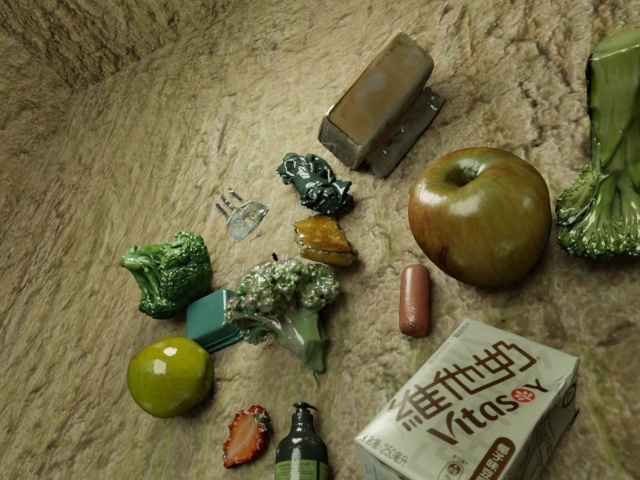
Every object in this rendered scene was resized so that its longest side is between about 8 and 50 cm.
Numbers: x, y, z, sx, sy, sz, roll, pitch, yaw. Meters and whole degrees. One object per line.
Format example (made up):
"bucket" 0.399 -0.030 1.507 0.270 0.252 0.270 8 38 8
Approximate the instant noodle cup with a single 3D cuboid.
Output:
"instant noodle cup" -0.278 0.204 1.280 0.179 0.070 0.157 -25 49 17

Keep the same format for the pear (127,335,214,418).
"pear" -0.353 0.323 1.170 0.198 0.198 0.198 -19 49 24

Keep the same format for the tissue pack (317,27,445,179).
"tissue pack" 0.168 -0.335 1.281 0.306 0.238 0.238 -51 44 -8

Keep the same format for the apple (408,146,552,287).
"apple" 0.304 -0.039 0.932 0.264 0.264 0.265 -19 49 24

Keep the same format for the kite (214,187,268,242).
"kite" -0.258 -0.093 1.526 0.141 0.015 0.245 -46 45 -5

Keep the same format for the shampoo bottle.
"shampoo bottle" -0.035 0.439 0.902 0.101 0.101 0.284 -19 50 24

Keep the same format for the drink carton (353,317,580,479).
"drink carton" 0.223 0.273 0.725 0.194 0.132 0.324 17 40 42

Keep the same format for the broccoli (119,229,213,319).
"broccoli" -0.420 0.086 1.360 0.241 0.269 0.262 26 72 0

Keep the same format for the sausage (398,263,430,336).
"sausage" 0.193 0.119 1.005 0.062 0.062 0.154 -11 53 30

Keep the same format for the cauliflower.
"cauliflower" -0.063 0.166 1.085 0.256 0.239 0.315 -16 58 -27

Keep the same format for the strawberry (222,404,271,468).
"strawberry" -0.155 0.419 1.047 0.152 0.048 0.104 -52 50 11

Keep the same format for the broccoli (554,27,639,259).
"broccoli" 0.493 -0.155 0.801 0.251 0.362 0.221 -16 28 -26

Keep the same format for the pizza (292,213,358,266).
"pizza" 0.000 0.000 1.193 0.226 0.147 0.069 -121 37 -56

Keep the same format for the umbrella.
"umbrella" -0.033 -0.178 1.361 0.349 0.143 0.094 -124 39 -53
